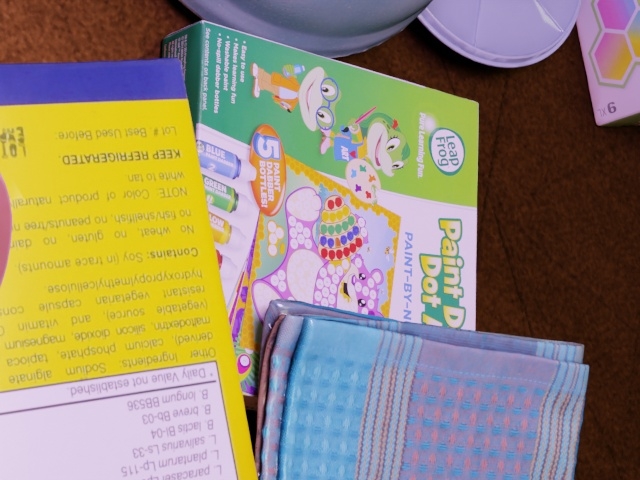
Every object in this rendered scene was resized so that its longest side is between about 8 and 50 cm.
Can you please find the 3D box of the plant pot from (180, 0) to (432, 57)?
[{"bbox_3d":[0.021,-0.292,1.314,0.293,0.196,0.293,10,71,-29],"label":"plant pot"}]

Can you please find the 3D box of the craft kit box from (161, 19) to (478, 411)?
[{"bbox_3d":[0.000,0.000,1.341,0.246,0.061,0.250,13,71,-38],"label":"craft kit box"}]

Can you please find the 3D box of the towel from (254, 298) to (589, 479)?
[{"bbox_3d":[0.062,0.236,1.301,0.271,0.040,0.370,9,84,-35],"label":"towel"}]

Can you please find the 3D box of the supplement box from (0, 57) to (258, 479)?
[{"bbox_3d":[-0.175,0.095,1.087,0.194,0.195,0.357,-5,82,-39],"label":"supplement box"}]

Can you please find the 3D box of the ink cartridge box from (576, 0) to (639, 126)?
[{"bbox_3d":[0.266,-0.150,1.549,0.062,0.109,0.209,-5,83,-39],"label":"ink cartridge box"}]

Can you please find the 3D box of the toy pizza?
[{"bbox_3d":[0.119,-0.225,1.500,0.201,0.032,0.201,11,70,-33],"label":"toy pizza"}]

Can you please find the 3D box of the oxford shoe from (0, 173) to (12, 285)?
[{"bbox_3d":[-0.279,0.106,0.931,0.140,0.146,0.397,31,94,-33],"label":"oxford shoe"}]
